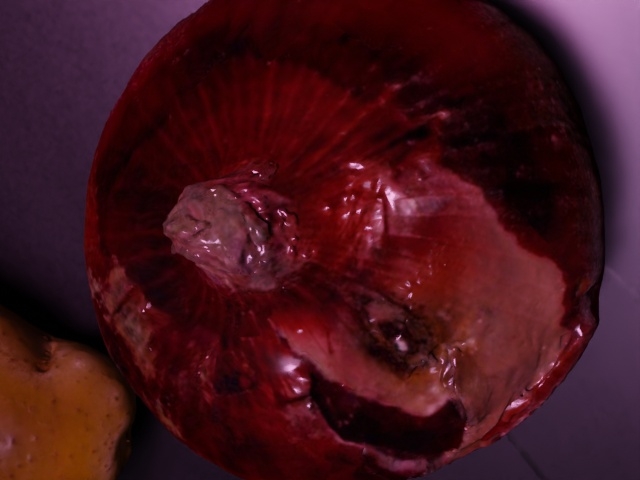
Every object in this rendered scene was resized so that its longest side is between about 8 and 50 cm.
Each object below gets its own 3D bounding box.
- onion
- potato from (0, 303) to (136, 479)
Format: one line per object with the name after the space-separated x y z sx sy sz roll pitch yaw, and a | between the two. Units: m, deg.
0.000 0.000 0.637 0.272 0.195 0.272 3 100 17 | onion
-0.292 0.099 0.795 0.369 0.176 0.195 9 72 6 | potato
